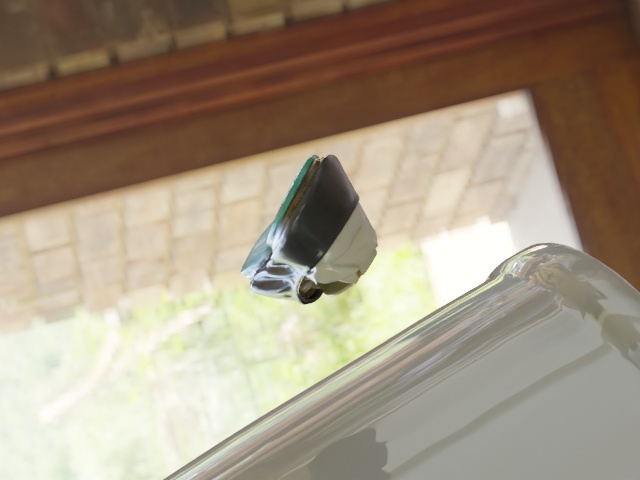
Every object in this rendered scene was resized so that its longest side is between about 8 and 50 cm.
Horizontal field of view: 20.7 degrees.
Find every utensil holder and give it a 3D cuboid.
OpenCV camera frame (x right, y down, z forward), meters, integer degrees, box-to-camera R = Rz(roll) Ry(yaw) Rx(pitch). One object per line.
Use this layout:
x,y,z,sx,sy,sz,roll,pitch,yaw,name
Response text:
0.083,0.233,1.271,0.327,0.385,0.327,51,159,28,utensil holder

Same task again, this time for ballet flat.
0.000,0.000,1.095,0.203,0.074,0.074,126,129,-72,ballet flat
